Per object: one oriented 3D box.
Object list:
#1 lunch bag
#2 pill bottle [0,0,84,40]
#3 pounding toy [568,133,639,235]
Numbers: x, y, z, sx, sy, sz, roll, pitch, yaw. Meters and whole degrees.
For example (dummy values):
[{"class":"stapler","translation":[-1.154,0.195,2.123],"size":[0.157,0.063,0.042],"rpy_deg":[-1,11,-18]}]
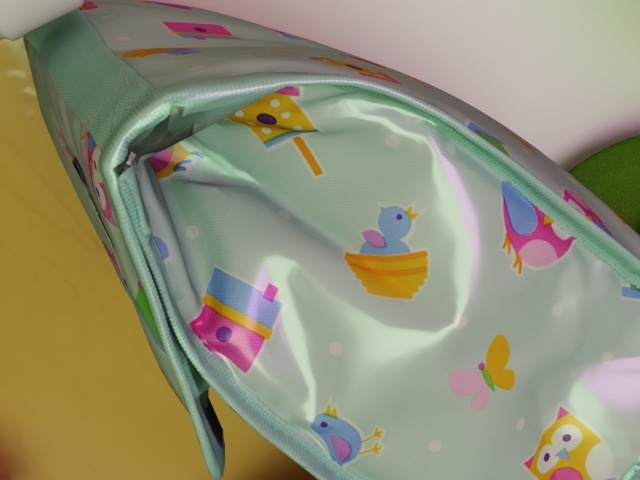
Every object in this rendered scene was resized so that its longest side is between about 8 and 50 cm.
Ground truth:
[{"class":"lunch bag","translation":[0.000,0.000,0.509],"size":[0.262,0.223,0.160],"rpy_deg":[31,97,-26]},{"class":"pill bottle","translation":[-0.232,-0.083,0.450],"size":[0.272,0.152,0.152],"rpy_deg":[-24,119,-2]},{"class":"pounding toy","translation":[0.191,0.041,0.576],"size":[0.236,0.110,0.183],"rpy_deg":[0,97,22]}]
